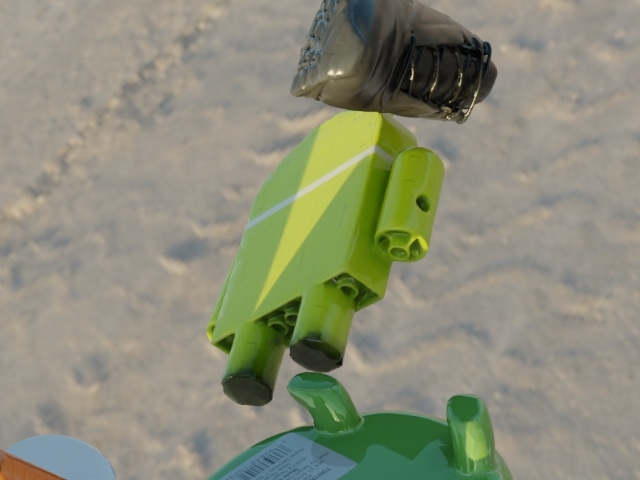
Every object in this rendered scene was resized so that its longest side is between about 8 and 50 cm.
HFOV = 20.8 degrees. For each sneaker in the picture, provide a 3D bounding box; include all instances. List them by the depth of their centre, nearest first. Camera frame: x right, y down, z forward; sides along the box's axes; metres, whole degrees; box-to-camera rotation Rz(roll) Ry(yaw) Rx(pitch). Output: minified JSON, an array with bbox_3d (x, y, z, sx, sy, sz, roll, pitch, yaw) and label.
[{"bbox_3d":[0.062,-0.136,1.258,0.109,0.130,0.286,-67,-7,14],"label":"sneaker"}]

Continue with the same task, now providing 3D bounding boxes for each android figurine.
[{"bbox_3d":[0.000,0.000,1.381,0.248,0.056,0.272,-32,31,41],"label":"android figurine"}]

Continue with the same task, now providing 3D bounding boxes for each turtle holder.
[{"bbox_3d":[0.056,0.240,1.170,0.320,0.227,0.243,-6,27,29],"label":"turtle holder"}]

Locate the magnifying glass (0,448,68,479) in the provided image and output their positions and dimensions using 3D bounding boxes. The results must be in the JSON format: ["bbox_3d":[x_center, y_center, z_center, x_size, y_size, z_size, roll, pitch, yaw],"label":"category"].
[{"bbox_3d":[-0.164,0.093,0.751,0.092,0.231,0.026,-43,52,6],"label":"magnifying glass"}]

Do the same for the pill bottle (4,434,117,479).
[{"bbox_3d":[-0.182,0.215,1.143,0.108,0.108,0.180,-66,-8,-48],"label":"pill bottle"}]
